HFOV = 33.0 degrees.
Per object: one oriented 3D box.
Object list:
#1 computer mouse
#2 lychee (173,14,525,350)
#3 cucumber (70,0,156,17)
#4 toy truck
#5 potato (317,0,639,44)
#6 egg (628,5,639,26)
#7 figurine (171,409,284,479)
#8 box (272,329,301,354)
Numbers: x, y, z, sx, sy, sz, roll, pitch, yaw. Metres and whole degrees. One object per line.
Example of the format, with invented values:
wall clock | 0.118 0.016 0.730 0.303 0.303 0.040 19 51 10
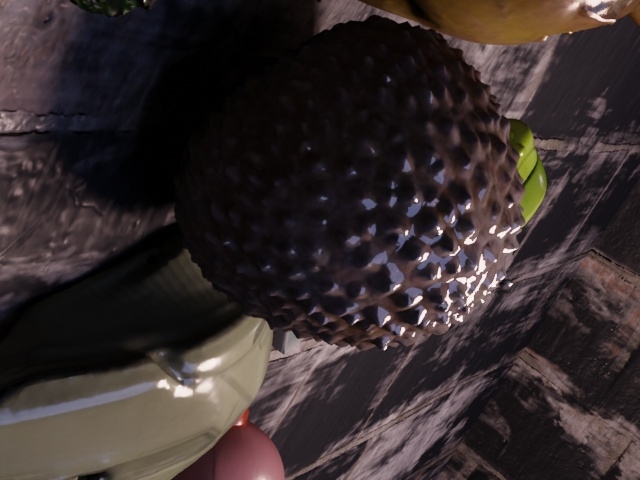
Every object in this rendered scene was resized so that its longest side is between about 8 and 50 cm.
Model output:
computer mouse | -0.165 0.140 0.963 0.429 0.145 0.228 -28 151 -48
lychee | 0.022 -0.039 0.898 0.300 0.300 0.300 -44 158 -23
cucumber | -0.125 -0.225 0.522 0.096 0.096 0.359 -47 158 -17
toy truck | 0.169 -0.092 1.240 0.148 0.187 0.210 -48 160 -28
potato | 0.164 -0.265 0.876 0.289 0.237 0.301 -47 159 -14
egg | 0.492 -0.381 1.383 0.250 0.250 0.322 -55 149 5
figurine | -0.123 0.277 1.232 0.173 0.173 0.173 -44 158 -23
box | 0.000 0.000 1.200 0.155 0.067 0.243 -40 156 -36
